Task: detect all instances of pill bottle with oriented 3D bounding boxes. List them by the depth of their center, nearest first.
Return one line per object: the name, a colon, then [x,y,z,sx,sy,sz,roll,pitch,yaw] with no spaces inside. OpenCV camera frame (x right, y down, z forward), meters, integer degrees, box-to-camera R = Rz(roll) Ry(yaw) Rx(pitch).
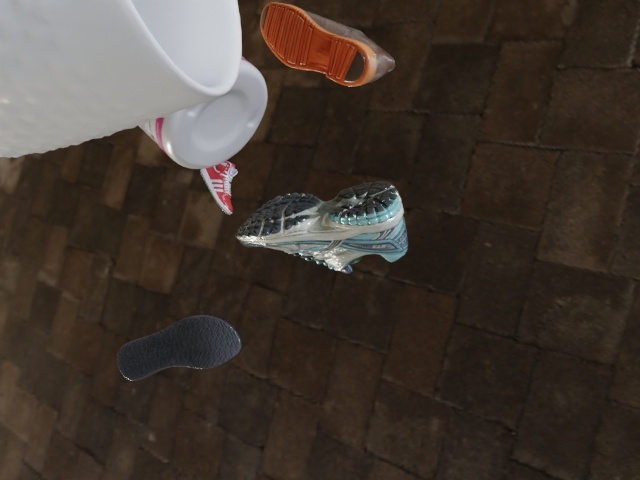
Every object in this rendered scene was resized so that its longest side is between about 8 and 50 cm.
pill bottle: [-0.216,-0.236,1.250,0.283,0.160,0.160,42,111,28]

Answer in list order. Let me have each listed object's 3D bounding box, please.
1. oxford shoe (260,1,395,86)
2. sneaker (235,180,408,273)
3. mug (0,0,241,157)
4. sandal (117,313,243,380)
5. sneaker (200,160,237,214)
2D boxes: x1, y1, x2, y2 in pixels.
oxford shoe: [0.009,-0.449,2.133,0.364,0.133,0.129,36,123,30]
sneaker: [0.000,0.000,1.400,0.283,0.122,0.110,-5,33,31]
mug: [-0.279,-0.249,0.832,0.328,0.276,0.373,-16,57,17]
sandal: [-0.252,0.190,1.680,0.255,0.054,0.097,-12,88,23]
sneaker: [-0.186,-0.111,1.841,0.067,0.042,0.118,-32,67,3]
